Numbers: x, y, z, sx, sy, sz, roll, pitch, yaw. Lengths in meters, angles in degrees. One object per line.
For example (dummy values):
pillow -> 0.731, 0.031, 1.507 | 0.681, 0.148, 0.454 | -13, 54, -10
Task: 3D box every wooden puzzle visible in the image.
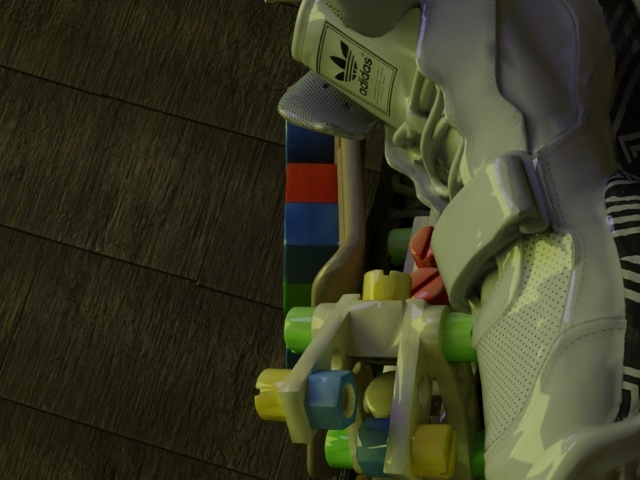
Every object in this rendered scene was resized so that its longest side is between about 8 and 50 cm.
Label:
wooden puzzle -> 0.000, 0.000, 0.877 | 0.322, 0.080, 0.348 | 91, -177, -48

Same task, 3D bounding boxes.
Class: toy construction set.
toy construction set -> 0.082, 0.027, 0.623 | 0.328, 0.151, 0.215 | -60, -38, -26

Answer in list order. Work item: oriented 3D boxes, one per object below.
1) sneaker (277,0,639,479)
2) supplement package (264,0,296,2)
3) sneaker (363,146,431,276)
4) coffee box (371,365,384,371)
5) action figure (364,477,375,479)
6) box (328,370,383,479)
sneaker -> 0.071, -0.037, 0.473 | 0.137, 0.210, 0.366 | 104, -178, -56
supplement package -> 0.069, -0.349, 0.867 | 0.145, 0.261, 0.204 | 68, 151, 22
sneaker -> 0.130, -0.063, 0.840 | 0.257, 0.169, 0.448 | -87, 3, -60
coffee box -> 0.088, 0.112, 1.090 | 0.184, 0.113, 0.041 | -79, -17, -84
action figure -> 0.061, 0.237, 0.786 | 0.285, 0.099, 0.185 | 112, -177, -57
box -> 0.045, 0.329, 1.112 | 0.322, 0.079, 0.257 | -73, -3, -48
